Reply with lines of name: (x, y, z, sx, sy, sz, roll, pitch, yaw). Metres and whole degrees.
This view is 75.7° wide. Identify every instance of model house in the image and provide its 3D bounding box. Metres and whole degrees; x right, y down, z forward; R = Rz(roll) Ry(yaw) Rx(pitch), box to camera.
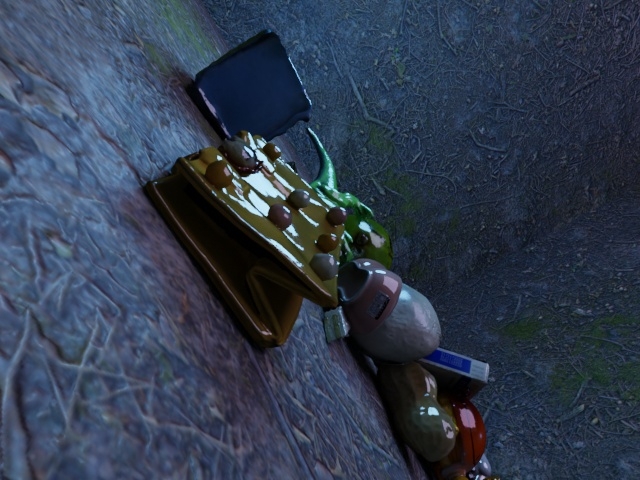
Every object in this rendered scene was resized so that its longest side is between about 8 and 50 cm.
model house: (-0.182, -0.393, 1.059, 0.216, 0.237, 0.303, 57, 5, -34)

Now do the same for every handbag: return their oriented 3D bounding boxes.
handbag: (-0.080, -0.043, 0.659, 0.283, 0.133, 0.401, 47, 16, -8)

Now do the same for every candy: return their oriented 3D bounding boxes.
candy: (0.198, 0.206, 1.139, 0.295, 0.295, 0.185, -109, -151, -59)

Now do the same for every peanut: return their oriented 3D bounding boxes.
peanut: (0.242, 0.421, 1.063, 0.149, 0.149, 0.313, 56, 8, -26)

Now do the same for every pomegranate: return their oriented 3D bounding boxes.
pomegranate: (0.128, 0.054, 1.433, 0.261, 0.260, 0.341, 62, 2, 19)

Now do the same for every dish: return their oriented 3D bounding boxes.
dish: (0.090, 0.123, 1.026, 0.090, 0.213, 0.213, 46, 13, -31)

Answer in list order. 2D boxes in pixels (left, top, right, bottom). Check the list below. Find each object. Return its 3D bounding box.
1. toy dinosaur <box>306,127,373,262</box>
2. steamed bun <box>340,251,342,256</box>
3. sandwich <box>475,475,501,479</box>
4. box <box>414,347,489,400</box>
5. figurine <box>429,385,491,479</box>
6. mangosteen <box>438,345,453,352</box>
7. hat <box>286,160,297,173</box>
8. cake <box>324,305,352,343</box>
toy dinosaur: (-0.049, -0.121, 1.072, 0.374, 0.144, 0.500, 1, 56, -52)
steamed bun: (0.000, 0.000, 1.249, 0.183, 0.106, 0.183, 60, 7, -13)
sandwich: (0.281, 0.529, 0.716, 0.292, 0.212, 0.109, 45, -6, -8)
box: (0.367, 0.433, 1.278, 0.343, 0.200, 0.065, 88, 22, -54)
figurine: (0.377, 0.569, 1.180, 0.320, 0.196, 0.323, -105, 173, -70)
mangosteen: (0.502, 0.618, 1.826, 0.275, 0.274, 0.303, 44, 50, -67)
hat: (-0.105, -0.150, 1.370, 0.173, 0.144, 0.166, -60, 136, -30)
cake: (0.033, 0.191, 0.909, 0.121, 0.052, 0.065, -13, 78, -82)
